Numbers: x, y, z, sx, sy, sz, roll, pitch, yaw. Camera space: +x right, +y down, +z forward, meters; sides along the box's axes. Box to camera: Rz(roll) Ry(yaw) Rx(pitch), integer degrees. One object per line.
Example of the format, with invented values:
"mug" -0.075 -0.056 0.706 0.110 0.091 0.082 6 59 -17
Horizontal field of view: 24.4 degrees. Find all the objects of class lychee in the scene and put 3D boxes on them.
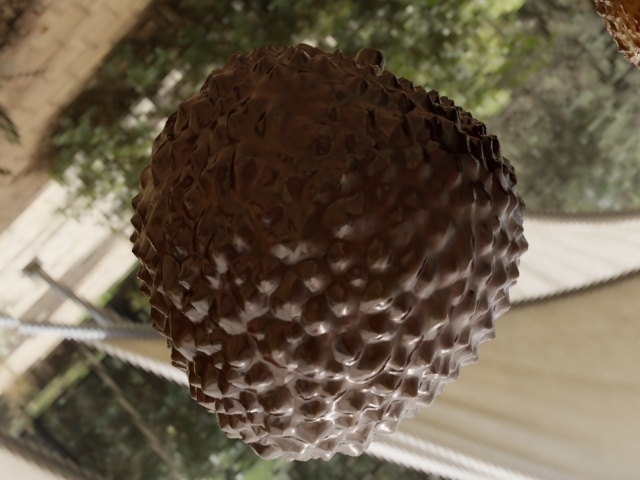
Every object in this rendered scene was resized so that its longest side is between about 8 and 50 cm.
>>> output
"lychee" 0.000 0.000 1.010 0.276 0.275 0.304 135 -30 -62

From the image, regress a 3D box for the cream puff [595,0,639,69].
"cream puff" 0.276 -0.201 1.058 0.164 0.240 0.240 -23 -172 19
